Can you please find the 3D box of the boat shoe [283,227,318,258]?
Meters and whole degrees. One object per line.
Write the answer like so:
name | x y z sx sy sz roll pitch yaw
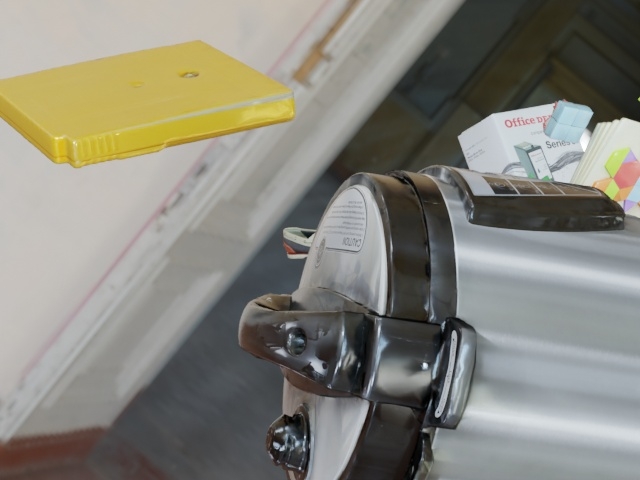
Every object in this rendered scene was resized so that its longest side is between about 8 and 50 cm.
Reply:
boat shoe | 0.000 0.000 1.994 0.137 0.043 0.049 -3 13 43

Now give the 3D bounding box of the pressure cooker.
pressure cooker | 0.129 0.121 1.375 0.420 0.370 0.376 10 46 -14

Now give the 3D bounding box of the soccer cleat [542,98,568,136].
soccer cleat | 0.344 -0.170 1.997 0.083 0.029 0.036 106 -37 -58

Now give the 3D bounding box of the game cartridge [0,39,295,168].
game cartridge | -0.240 -0.182 1.818 0.323 0.053 0.285 -17 29 -26

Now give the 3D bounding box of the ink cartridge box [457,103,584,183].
ink cartridge box | 0.422 -0.111 2.710 0.211 0.121 0.289 -13 78 -36

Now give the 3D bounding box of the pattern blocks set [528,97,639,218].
pattern blocks set | 0.402 -0.078 1.752 0.324 0.285 0.026 -2 34 -23
